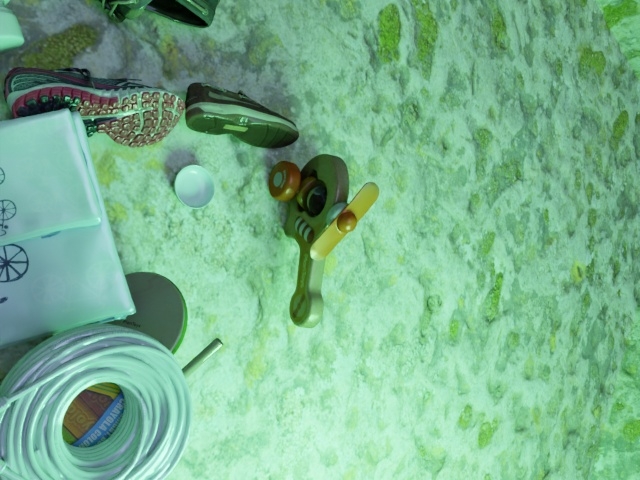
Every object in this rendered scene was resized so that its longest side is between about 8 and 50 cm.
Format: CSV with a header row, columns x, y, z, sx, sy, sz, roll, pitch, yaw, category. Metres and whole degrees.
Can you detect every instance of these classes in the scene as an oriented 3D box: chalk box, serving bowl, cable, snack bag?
x,y,z,sx,sy,sz,roll,pitch,yaw,category
-0.373,0.319,0.900,0.180,0.179,0.289,-46,116,-28,chalk box
-0.245,-0.102,1.100,0.083,0.027,0.083,0,90,-38,serving bowl
-0.307,0.244,0.785,0.257,0.089,0.257,-43,116,-30,cable
-0.477,0.004,0.849,0.323,0.037,0.343,-16,104,-19,snack bag

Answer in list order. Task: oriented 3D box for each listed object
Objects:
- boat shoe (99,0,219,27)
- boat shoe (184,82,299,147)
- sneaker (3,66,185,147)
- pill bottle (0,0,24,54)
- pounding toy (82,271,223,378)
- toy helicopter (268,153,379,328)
x,y,z,sx,sy,sz,roll,pitch,yaw,category
-0.324,-0.449,0.981,0.355,0.132,0.130,-2,90,-37,boat shoe
-0.149,-0.256,1.141,0.257,0.095,0.095,7,65,-45,boat shoe
-0.363,-0.237,0.964,0.299,0.121,0.112,-5,50,-48,sneaker
-0.533,-0.411,0.793,0.169,0.169,0.302,-27,105,-35,pill bottle
-0.285,0.173,0.992,0.183,0.237,0.110,-45,156,-10,pounding toy
0.000,0.000,1.158,0.140,0.235,0.355,11,83,-37,toy helicopter
